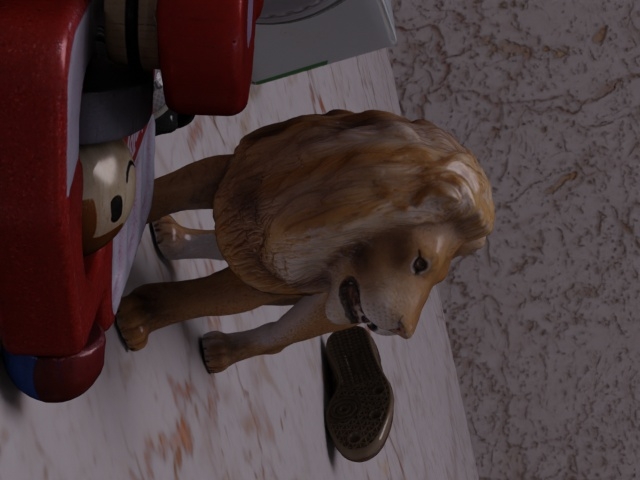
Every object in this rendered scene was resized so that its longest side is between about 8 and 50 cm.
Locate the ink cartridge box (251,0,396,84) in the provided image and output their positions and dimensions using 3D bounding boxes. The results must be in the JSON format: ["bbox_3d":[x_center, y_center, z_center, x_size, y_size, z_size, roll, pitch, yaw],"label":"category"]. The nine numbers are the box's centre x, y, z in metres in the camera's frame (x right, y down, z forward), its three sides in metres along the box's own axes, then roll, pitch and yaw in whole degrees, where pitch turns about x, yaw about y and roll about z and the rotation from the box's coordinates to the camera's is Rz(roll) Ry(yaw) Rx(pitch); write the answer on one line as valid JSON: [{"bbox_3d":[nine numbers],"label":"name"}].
[{"bbox_3d":[-0.014,-0.264,1.954,0.208,0.153,0.087,-96,167,-52],"label":"ink cartridge box"}]

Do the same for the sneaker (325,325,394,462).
[{"bbox_3d":[0.044,0.160,1.871,0.188,0.066,0.071,-92,166,-55],"label":"sneaker"}]

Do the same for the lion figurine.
[{"bbox_3d":[0.000,0.000,1.252,0.392,0.240,0.142,0,75,-82],"label":"lion figurine"}]

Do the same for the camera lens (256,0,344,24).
[{"bbox_3d":[-0.037,-0.294,1.610,0.274,0.219,0.219,-65,140,-77],"label":"camera lens"}]

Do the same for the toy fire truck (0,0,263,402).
[{"bbox_3d":[-0.115,-0.064,0.954,0.302,0.169,0.254,-86,178,-64],"label":"toy fire truck"}]

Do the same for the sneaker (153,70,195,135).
[{"bbox_3d":[-0.110,-0.116,1.353,0.170,0.063,0.075,-70,144,-68],"label":"sneaker"}]
